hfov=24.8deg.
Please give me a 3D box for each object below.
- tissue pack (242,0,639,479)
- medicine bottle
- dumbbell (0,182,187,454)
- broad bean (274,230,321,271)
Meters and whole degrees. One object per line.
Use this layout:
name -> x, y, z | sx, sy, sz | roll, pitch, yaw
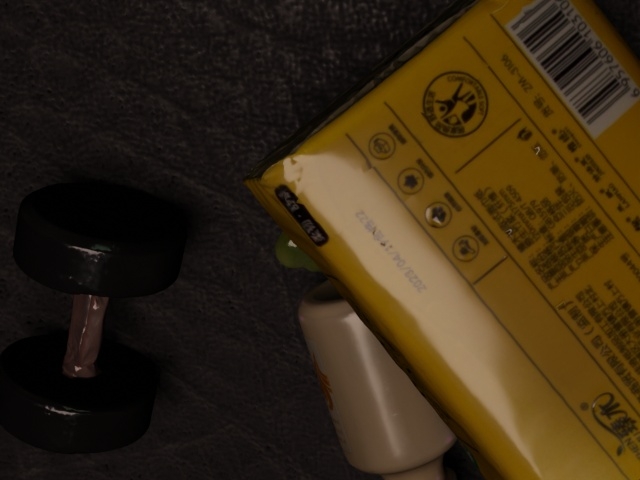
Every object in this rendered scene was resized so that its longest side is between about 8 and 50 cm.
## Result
tissue pack -> 0.168, 0.005, 1.146 | 0.293, 0.228, 0.382 | -40, 95, -5
medicine bottle -> 0.067, 0.153, 1.315 | 0.114, 0.114, 0.252 | -14, 104, 19
dumbbell -> -0.215, 0.071, 1.341 | 0.153, 0.152, 0.218 | 16, 112, 9
broad bean -> 0.000, 0.000, 1.320 | 0.083, 0.045, 0.063 | -5, 108, 8
